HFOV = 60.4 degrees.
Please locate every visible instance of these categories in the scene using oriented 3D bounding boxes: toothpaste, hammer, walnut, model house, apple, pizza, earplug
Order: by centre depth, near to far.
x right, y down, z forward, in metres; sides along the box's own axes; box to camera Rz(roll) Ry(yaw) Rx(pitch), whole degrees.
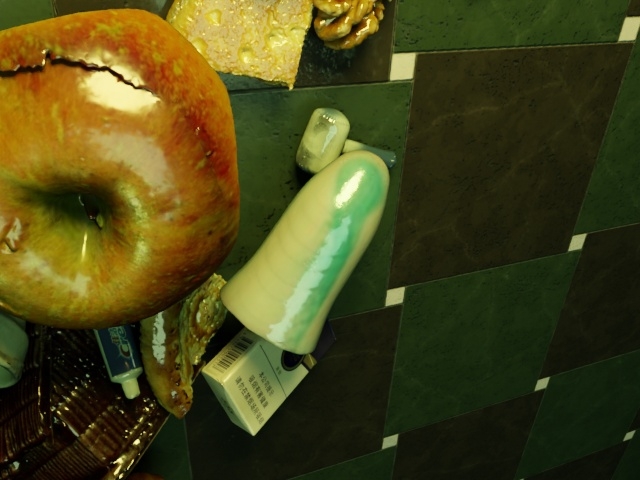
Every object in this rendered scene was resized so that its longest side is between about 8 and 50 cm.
[{"bbox_3d":[-0.264,-0.094,0.663,0.374,0.374,0.384,22,114,-33],"label":"apple"},{"bbox_3d":[-0.092,-0.305,0.779,0.292,0.058,0.197,-38,119,1],"label":"pizza"},{"bbox_3d":[0.058,-0.353,0.786,0.170,0.069,0.143,-60,155,4],"label":"walnut"},{"bbox_3d":[-0.325,0.111,0.841,0.069,0.047,0.268,-20,82,-9],"label":"toothpaste"},{"bbox_3d":[0.000,0.000,0.887,0.185,0.185,0.324,29,98,-35],"label":"earplug"},{"bbox_3d":[-0.422,0.251,0.912,0.317,0.297,0.282,-35,108,29],"label":"model house"},{"bbox_3d":[0.055,-0.153,0.944,0.194,0.069,0.116,9,115,-34],"label":"hammer"}]

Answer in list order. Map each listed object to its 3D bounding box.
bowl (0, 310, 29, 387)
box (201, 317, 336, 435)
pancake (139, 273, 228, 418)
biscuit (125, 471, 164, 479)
[{"bbox_3d":[-0.530,0.077,0.711,0.307,0.163,0.307,3,151,2],"label":"bowl"},{"bbox_3d":[-0.086,0.215,1.038,0.259,0.071,0.168,-44,133,-29],"label":"box"},{"bbox_3d":[-0.199,0.098,0.888,0.197,0.054,0.376,6,94,-62],"label":"pancake"},{"bbox_3d":[-0.498,0.612,1.073,0.395,0.166,0.342,0,136,-31],"label":"biscuit"}]
